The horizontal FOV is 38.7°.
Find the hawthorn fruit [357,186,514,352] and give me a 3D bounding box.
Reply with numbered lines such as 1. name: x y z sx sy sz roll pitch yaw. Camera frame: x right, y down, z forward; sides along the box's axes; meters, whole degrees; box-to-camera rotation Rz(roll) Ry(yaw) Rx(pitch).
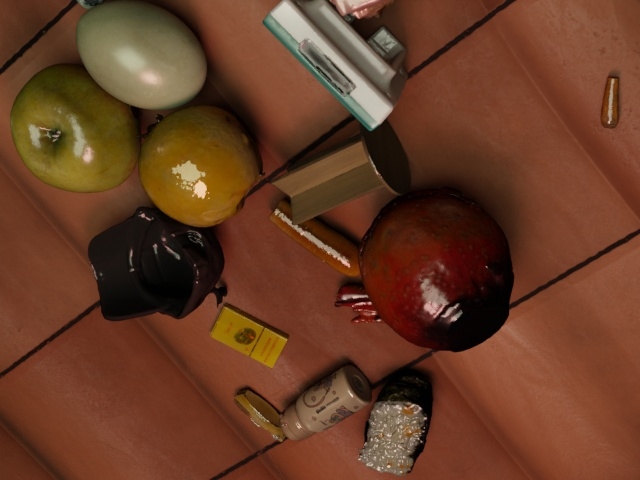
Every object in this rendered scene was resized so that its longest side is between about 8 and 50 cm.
1. hawthorn fruit: 0.218 0.059 1.683 0.316 0.316 0.316 4 114 10

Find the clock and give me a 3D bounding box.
1. clock: 0.044 -0.338 1.586 0.262 0.231 0.116 43 111 -8

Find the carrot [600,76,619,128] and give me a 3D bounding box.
1. carrot: 0.521 -0.246 1.637 0.032 0.032 0.093 2 111 11

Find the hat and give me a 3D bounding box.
1. hat: -0.309 0.044 1.882 0.336 0.209 0.238 -16 89 36

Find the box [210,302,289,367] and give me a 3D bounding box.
1. box: -0.154 0.207 1.976 0.155 0.023 0.087 28 118 -1

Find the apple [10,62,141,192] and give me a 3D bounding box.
1. apple: -0.474 -0.210 1.767 0.261 0.194 0.260 6 110 16

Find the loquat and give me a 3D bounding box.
1. loquat: -0.232 -0.146 1.726 0.244 0.244 0.243 4 114 10

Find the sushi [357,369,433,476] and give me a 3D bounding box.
1. sushi: 0.166 0.389 1.932 0.136 0.126 0.225 17 117 4

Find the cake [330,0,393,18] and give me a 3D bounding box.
1. cake: 0.101 -0.527 1.434 0.293 0.307 0.314 -25 105 13

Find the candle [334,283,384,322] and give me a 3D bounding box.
1. candle: 0.177 0.133 1.856 0.302 0.059 0.084 2 122 11

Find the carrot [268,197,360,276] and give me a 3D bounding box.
1. carrot: 0.000 0.000 1.831 0.225 0.067 0.067 34 115 -2

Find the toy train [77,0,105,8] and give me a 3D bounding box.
1. toy train: -0.430 -0.627 1.635 0.086 0.088 0.407 2 113 15

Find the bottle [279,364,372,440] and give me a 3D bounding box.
1. bottle: 0.008 0.360 1.972 0.209 0.097 0.110 -36 140 24

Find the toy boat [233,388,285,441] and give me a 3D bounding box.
1. toy boat: -0.131 0.390 2.038 0.149 0.047 0.049 43 128 -5

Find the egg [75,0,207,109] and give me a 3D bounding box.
1. egg: -0.329 -0.342 1.681 0.253 0.186 0.186 28 117 -19

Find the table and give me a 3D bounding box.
1. table: 0.032 -0.124 1.730 0.227 0.167 0.167 -23 107 27
